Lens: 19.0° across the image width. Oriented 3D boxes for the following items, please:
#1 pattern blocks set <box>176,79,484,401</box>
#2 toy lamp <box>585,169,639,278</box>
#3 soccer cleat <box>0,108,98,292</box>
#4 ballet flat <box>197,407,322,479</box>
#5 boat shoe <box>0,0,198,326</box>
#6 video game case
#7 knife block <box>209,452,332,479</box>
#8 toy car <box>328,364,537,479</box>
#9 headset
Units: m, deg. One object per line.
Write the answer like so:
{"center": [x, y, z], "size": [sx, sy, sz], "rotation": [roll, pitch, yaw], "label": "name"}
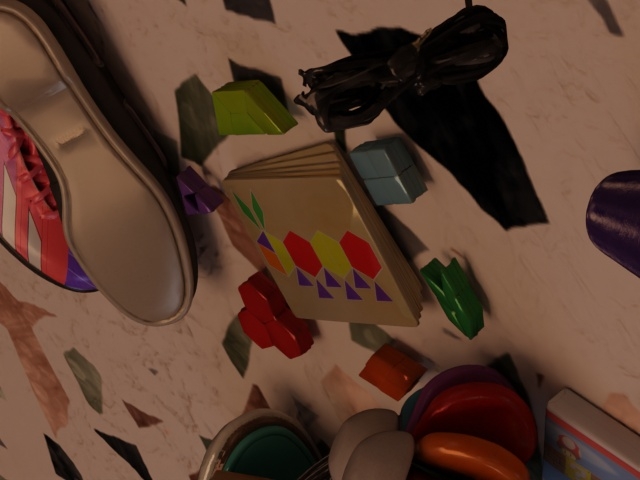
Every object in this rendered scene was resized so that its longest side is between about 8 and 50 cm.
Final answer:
{"center": [0.000, 0.000, 1.483], "size": [0.325, 0.026, 0.285], "rotation": [12, 133, 51], "label": "pattern blocks set"}
{"center": [0.265, 0.014, 1.051], "size": [0.275, 0.080, 0.080], "rotation": [21, 140, 43], "label": "toy lamp"}
{"center": [-0.264, -0.093, 1.695], "size": [0.116, 0.109, 0.318], "rotation": [-15, 108, 56], "label": "soccer cleat"}
{"center": [-0.045, 0.299, 1.819], "size": [0.139, 0.139, 0.400], "rotation": [22, 141, 44], "label": "ballet flat"}
{"center": [-0.189, -0.082, 1.627], "size": [0.112, 0.095, 0.335], "rotation": [-17, 117, 23], "label": "boat shoe"}
{"center": [0.246, 0.255, 1.418], "size": [0.204, 0.025, 0.285], "rotation": [34, 147, 30], "label": "video game case"}
{"center": [0.010, 0.291, 1.632], "size": [0.242, 0.088, 0.275], "rotation": [10, 125, 14], "label": "knife block"}
{"center": [0.101, 0.158, 1.406], "size": [0.159, 0.136, 0.182], "rotation": [22, -176, -8], "label": "toy car"}
{"center": [-0.028, -0.245, 1.067], "size": [0.394, 0.185, 0.243], "rotation": [57, 155, 15], "label": "headset"}
